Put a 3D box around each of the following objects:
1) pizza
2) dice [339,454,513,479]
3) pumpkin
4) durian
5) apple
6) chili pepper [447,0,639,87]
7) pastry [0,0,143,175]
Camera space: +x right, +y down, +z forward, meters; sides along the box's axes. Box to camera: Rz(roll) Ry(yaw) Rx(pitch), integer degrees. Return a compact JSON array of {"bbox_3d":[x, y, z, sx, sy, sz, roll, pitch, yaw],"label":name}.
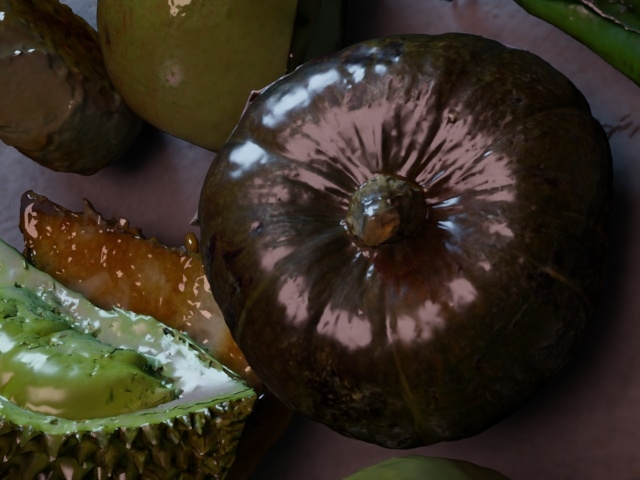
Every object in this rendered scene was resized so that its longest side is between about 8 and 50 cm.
[{"bbox_3d":[-0.136,0.106,1.251,0.287,0.074,0.251,23,93,37],"label":"pizza"},{"bbox_3d":[0.070,0.277,0.970,0.233,0.226,0.238,-51,55,16],"label":"dice"},{"bbox_3d":[0.051,-0.004,1.055,0.260,0.189,0.260,-4,77,19],"label":"pumpkin"},{"bbox_3d":[-0.193,0.098,1.207,0.352,0.158,0.169,29,64,35],"label":"durian"},{"bbox_3d":[-0.071,-0.160,1.215,0.207,0.173,0.188,20,89,53],"label":"apple"},{"bbox_3d":[0.189,-0.117,1.067,0.359,0.085,0.076,39,92,36],"label":"chili pepper"},{"bbox_3d":[-0.221,-0.129,1.298,0.093,0.182,0.192,-48,57,10],"label":"pastry"}]
